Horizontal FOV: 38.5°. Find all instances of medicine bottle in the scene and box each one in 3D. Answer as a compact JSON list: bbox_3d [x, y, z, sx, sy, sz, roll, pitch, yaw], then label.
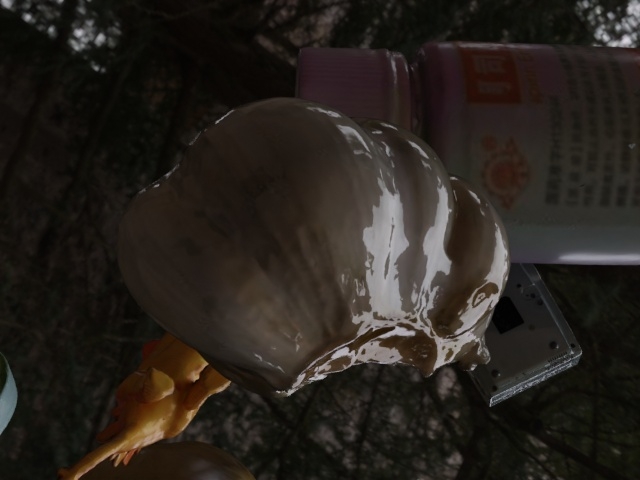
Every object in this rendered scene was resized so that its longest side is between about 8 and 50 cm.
[{"bbox_3d":[0.165,-0.087,0.915,0.389,0.219,0.219,1,-121,-2],"label":"medicine bottle"}]

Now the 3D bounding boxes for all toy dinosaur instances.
[{"bbox_3d":[-0.122,0.116,0.705,0.117,0.070,0.288,-39,-174,46],"label":"toy dinosaur"}]

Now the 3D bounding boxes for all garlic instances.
[{"bbox_3d":[-0.003,-0.012,0.627,0.203,0.281,0.184,48,-39,45],"label":"garlic"}]

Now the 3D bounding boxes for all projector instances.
[{"bbox_3d":[0.197,0.087,0.995,0.115,0.061,0.147,-25,-114,-5],"label":"projector"}]

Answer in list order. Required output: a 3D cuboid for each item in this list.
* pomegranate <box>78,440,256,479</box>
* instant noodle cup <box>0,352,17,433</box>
[{"bbox_3d":[-0.172,0.366,1.028,0.307,0.307,0.307,-22,-128,31],"label":"pomegranate"},{"bbox_3d":[-0.440,0.061,0.724,0.294,0.307,0.294,-12,-150,7],"label":"instant noodle cup"}]
